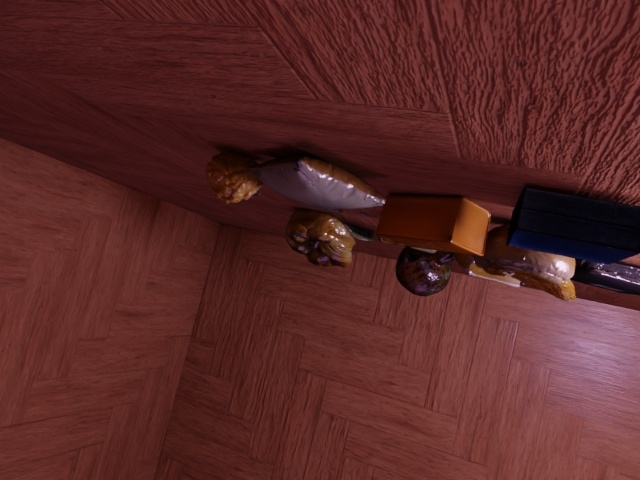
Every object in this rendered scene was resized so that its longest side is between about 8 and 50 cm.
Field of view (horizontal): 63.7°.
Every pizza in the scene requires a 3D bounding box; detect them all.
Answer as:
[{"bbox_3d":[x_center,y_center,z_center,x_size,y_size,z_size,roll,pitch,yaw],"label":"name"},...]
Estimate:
[{"bbox_3d":[0.820,0.114,1.997,0.280,0.075,0.288,45,165,-32],"label":"pizza"}]

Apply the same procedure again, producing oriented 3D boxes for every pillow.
[{"bbox_3d":[-0.016,-0.160,1.462,0.312,0.119,0.310,19,176,-32],"label":"pillow"}]

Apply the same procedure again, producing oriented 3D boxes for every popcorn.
[{"bbox_3d":[-0.260,-0.194,1.579,0.180,0.180,0.170,10,152,36],"label":"popcorn"}]

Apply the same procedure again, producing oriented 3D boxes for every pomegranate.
[{"bbox_3d":[0.535,0.119,2.516,0.285,0.284,0.341,16,143,-25],"label":"pomegranate"}]

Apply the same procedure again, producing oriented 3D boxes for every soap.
[{"bbox_3d":[0.741,0.109,2.277,0.274,0.089,0.173,14,-157,-18],"label":"soap"}]

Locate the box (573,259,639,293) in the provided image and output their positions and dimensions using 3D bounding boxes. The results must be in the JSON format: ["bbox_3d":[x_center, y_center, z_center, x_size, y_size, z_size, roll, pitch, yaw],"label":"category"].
[{"bbox_3d":[1.063,0.129,1.938,0.350,0.091,0.359,15,175,-2],"label":"box"}]

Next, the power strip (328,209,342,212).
[{"bbox_3d":[0.051,-0.131,2.180,0.090,0.016,0.040,11,175,35],"label":"power strip"}]

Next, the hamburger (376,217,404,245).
[{"bbox_3d":[0.303,-0.037,2.007,0.177,0.113,0.185,19,174,-36],"label":"hamburger"}]

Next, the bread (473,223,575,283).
[{"bbox_3d":[0.605,0.030,1.607,0.192,0.171,0.314,21,171,-38],"label":"bread"}]

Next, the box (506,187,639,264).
[{"bbox_3d":[0.607,-0.029,1.261,0.262,0.116,0.279,11,174,17],"label":"box"}]

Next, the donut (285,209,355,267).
[{"bbox_3d":[0.000,0.000,2.475,0.360,0.170,0.360,22,155,11],"label":"donut"}]

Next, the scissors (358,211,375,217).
[{"bbox_3d":[0.196,-0.105,2.138,0.083,0.006,0.036,16,176,-28],"label":"scissors"}]

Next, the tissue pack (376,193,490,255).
[{"bbox_3d":[0.347,-0.051,1.580,0.275,0.145,0.194,9,172,46],"label":"tissue pack"}]

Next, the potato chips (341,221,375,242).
[{"bbox_3d":[0.079,-0.053,2.665,0.429,0.070,0.358,14,175,-12],"label":"potato chips"}]

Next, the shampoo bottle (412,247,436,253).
[{"bbox_3d":[0.474,0.013,2.273,0.162,0.079,0.079,15,175,-12],"label":"shampoo bottle"}]
